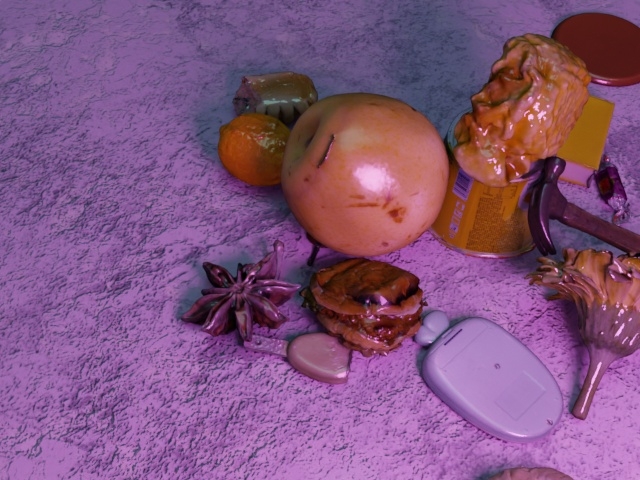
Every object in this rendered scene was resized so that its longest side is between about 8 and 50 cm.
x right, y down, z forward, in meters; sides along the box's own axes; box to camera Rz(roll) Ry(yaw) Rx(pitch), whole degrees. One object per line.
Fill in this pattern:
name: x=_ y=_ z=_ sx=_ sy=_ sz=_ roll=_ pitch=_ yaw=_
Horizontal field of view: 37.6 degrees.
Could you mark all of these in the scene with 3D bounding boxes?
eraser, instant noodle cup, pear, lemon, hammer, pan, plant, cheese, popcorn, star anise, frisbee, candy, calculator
eraser: x=0.514 y=-0.223 z=1.962 sx=0.158 sy=0.069 sz=0.226 roll=18 pitch=53 yaw=12
instant noodle cup: x=0.326 y=-0.124 z=1.793 sx=0.264 sy=0.200 sz=0.264 roll=1 pitch=52 yaw=-1
pear: x=0.073 y=-0.122 z=1.683 sx=0.309 sy=0.309 sz=0.309 roll=2 pitch=52 yaw=-2
lemon: x=-0.115 y=-0.176 z=1.842 sx=0.187 sy=0.142 sz=0.142 roll=26 pitch=55 yaw=11
hammer: x=0.567 y=0.003 z=1.701 sx=0.440 sy=0.044 sz=0.168 roll=21 pitch=80 yaw=-17
pan: x=0.000 y=0.000 z=1.786 sx=0.068 sy=0.023 sz=0.115 roll=18 pitch=53 yaw=9
plant: x=0.486 y=0.120 z=1.579 sx=0.306 sy=0.261 sz=0.297 roll=20 pitch=53 yaw=26
cheese: x=-0.038 y=0.192 z=1.628 sx=0.192 sy=0.037 sz=0.097 roll=11 pitch=52 yaw=4
popcorn: x=0.350 y=-0.241 z=1.617 sx=0.174 sy=0.225 sz=0.286 roll=33 pitch=56 yaw=27
star anise: x=-0.129 y=0.097 z=1.663 sx=0.231 sy=0.089 sz=0.209 roll=-29 pitch=51 yaw=-23
frisbee: x=0.658 y=-0.447 z=2.176 sx=0.251 sy=0.021 sz=0.251 roll=3 pitch=52 yaw=-3
candy: x=0.586 y=-0.107 z=1.897 sx=0.043 sy=0.045 sz=0.175 roll=22 pitch=44 yaw=-30
calculator: x=0.283 y=0.226 z=1.619 sx=0.184 sy=0.042 sz=0.295 roll=-37 pitch=64 yaw=-27

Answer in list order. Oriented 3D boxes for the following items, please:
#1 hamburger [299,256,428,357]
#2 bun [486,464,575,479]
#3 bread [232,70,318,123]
hamburger: x=0.083 y=0.095 z=1.639 sx=0.206 sy=0.130 sz=0.183 roll=33 pitch=38 yaw=33
bun: x=0.326 y=0.433 z=1.405 sx=0.220 sy=0.134 sz=0.220 roll=2 pitch=53 yaw=-3
bread: x=-0.093 y=-0.292 z=1.967 sx=0.177 sy=0.084 sz=0.119 roll=-9 pitch=55 yaw=-11
